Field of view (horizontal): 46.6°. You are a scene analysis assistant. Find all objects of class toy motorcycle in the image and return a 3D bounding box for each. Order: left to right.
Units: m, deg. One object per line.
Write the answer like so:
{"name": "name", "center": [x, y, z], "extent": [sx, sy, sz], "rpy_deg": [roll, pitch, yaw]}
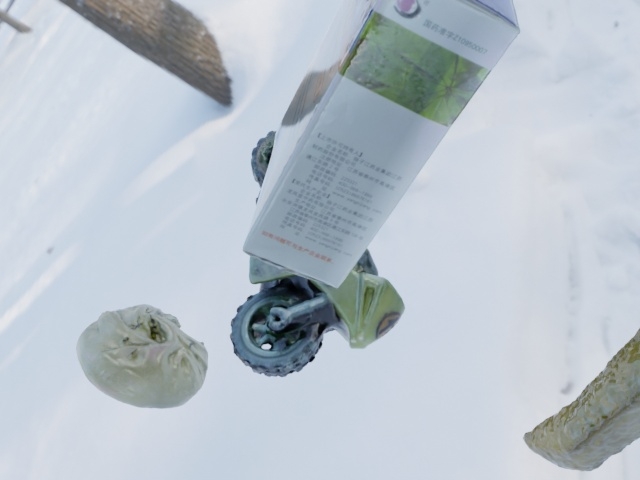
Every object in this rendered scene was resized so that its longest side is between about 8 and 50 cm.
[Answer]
{"name": "toy motorcycle", "center": [0.000, 0.000, 1.074], "extent": [0.169, 0.236, 0.410], "rpy_deg": [88, -176, -59]}

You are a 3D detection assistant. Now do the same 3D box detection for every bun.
{"name": "bun", "center": [-0.278, 0.177, 1.213], "extent": [0.116, 0.210, 0.237], "rpy_deg": [-58, 2, 18]}

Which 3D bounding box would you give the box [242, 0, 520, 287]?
{"name": "box", "center": [0.043, -0.130, 0.668], "extent": [0.200, 0.106, 0.299], "rpy_deg": [-81, 17, -49]}

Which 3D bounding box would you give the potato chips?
{"name": "potato chips", "center": [0.278, 0.058, 0.560], "extent": [0.080, 0.057, 0.407], "rpy_deg": [-94, 26, -55]}
